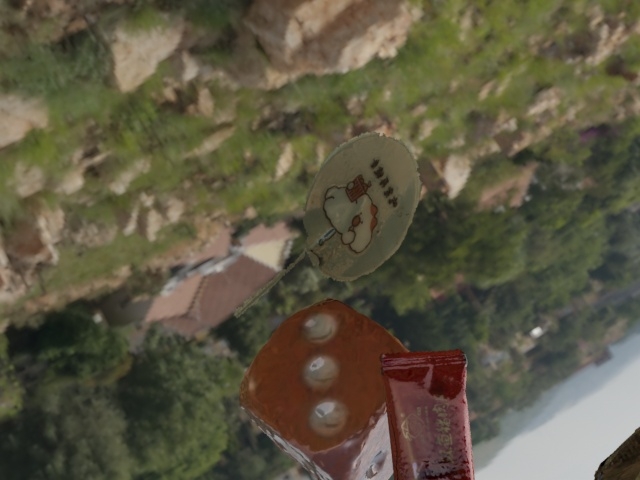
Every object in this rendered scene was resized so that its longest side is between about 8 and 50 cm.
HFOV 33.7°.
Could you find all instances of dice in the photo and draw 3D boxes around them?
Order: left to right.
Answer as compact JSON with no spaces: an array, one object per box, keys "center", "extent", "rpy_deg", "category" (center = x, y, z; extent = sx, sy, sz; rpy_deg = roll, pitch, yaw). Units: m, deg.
[{"center":[0.026,0.186,1.243],"extent":[0.179,0.174,0.175],"rpy_deg":[-47,150,-16],"category":"dice"}]

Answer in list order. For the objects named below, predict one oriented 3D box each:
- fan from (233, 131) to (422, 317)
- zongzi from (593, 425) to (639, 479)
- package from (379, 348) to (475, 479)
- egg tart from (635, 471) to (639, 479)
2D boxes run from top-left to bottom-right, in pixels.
[{"center":[0.001,0.000,1.304],"extent":[0.009,0.190,0.329],"rpy_deg":[22,124,-43],"category":"fan"},{"center":[0.555,0.343,1.570],"extent":[0.289,0.154,0.317],"rpy_deg":[-41,177,10],"category":"zongzi"},{"center":[0.098,0.195,0.914],"extent":[0.083,0.200,0.022],"rpy_deg":[-2,170,-16],"category":"package"},{"center":[0.487,0.390,1.331],"extent":[0.352,0.351,0.150],"rpy_deg":[-20,180,-37],"category":"egg tart"}]
